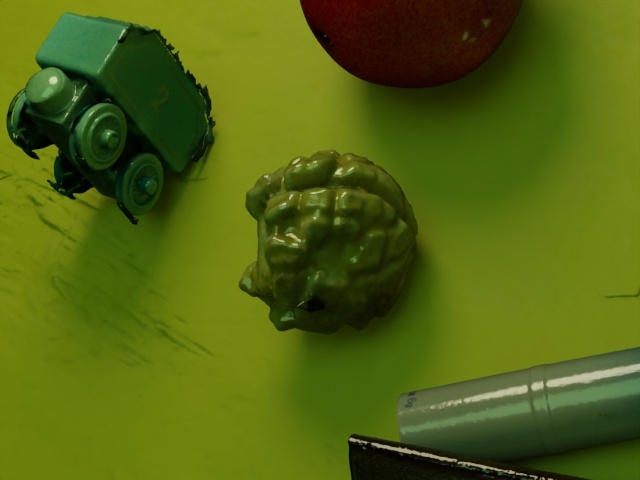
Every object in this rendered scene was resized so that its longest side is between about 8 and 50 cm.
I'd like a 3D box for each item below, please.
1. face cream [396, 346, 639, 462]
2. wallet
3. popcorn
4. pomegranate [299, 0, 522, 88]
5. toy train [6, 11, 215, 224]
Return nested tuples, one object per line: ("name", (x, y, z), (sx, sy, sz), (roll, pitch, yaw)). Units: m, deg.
("face cream", (0.194, 0.143, 1.161), (0.250, 0.077, 0.077), (-14, 66, 18))
("wallet", (0.140, 0.234, 1.136), (0.243, 0.133, 0.039), (6, 30, 23))
("popcorn", (0.005, 0.005, 1.245), (0.173, 0.173, 0.142), (-48, 51, -2))
("pomegranate", (0.100, -0.262, 1.280), (0.256, 0.221, 0.221), (-45, 61, 7))
("toy train", (-0.204, -0.124, 1.352), (0.112, 0.203, 0.163), (18, 69, 29))
